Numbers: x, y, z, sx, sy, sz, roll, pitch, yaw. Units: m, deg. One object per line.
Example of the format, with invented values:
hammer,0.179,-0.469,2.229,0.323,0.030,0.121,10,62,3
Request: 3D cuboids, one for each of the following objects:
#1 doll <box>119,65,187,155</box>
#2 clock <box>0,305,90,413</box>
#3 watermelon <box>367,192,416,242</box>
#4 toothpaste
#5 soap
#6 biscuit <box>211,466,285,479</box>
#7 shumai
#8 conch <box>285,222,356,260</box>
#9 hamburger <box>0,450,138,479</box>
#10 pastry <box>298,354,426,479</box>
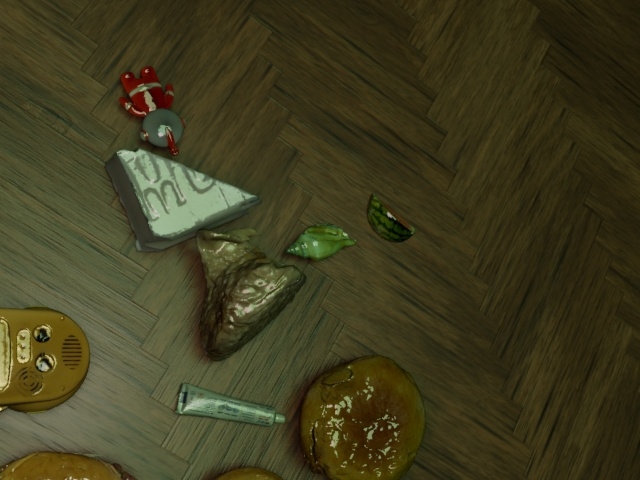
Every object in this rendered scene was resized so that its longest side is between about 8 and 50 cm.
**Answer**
doll,-0.411,-0.319,1.847,0.142,0.076,0.245,-25,85,-23
clock,-0.652,0.255,1.578,0.316,0.200,0.244,4,76,-29
watermelon,0.195,-0.053,2.023,0.163,0.069,0.087,38,69,-12
toothpaste,-0.213,0.407,1.783,0.268,0.047,0.069,15,93,-15
soap,-0.337,-0.139,1.796,0.302,0.159,0.258,-23,86,-25
biscuit,-0.152,0.661,1.680,0.296,0.102,0.297,18,52,-25
shumai,-0.222,0.107,1.750,0.262,0.267,0.314,44,105,12
conch,-0.002,0.003,1.934,0.200,0.079,0.095,-22,74,-40
hamburger,-0.566,0.540,1.568,0.245,0.155,0.282,46,62,1
pastry,0.109,0.452,1.834,0.355,0.164,0.356,6,75,-21
